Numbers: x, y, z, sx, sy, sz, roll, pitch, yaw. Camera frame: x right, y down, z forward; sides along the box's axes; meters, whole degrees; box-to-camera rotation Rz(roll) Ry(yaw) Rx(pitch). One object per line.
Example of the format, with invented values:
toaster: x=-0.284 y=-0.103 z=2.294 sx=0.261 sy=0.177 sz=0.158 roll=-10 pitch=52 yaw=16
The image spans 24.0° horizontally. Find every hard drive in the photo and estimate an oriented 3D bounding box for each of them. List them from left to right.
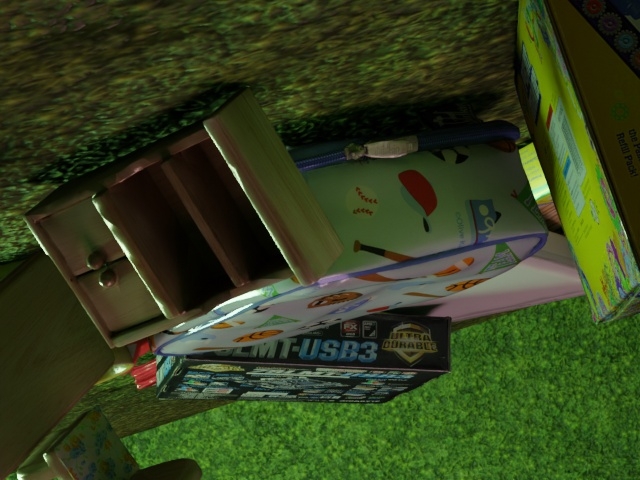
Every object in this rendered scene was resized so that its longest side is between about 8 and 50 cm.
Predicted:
hard drive: x=0.154 y=0.036 z=1.595 sx=0.233 sy=0.047 sz=0.353 roll=-14 pitch=167 yaw=28

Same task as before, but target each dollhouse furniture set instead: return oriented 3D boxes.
dollhouse furniture set: x=-0.121 y=0.039 z=0.784 sx=0.161 sy=0.212 sz=0.242 roll=-21 pitch=-163 yaw=35

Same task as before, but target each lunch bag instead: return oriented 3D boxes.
lunch bag: x=0.000 y=0.000 z=1.078 sx=0.243 sy=0.115 sz=0.303 roll=-9 pitch=169 yaw=-31

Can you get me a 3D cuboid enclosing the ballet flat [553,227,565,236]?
ballet flat: x=0.344 y=-0.056 z=1.566 sx=0.250 sy=0.058 sz=0.084 roll=-22 pitch=169 yaw=31

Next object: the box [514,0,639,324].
box: x=0.265 y=-0.086 z=0.820 sx=0.279 sy=0.177 sz=0.290 roll=-18 pitch=171 yaw=3

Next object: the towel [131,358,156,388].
towel: x=-0.097 y=0.133 z=2.006 sx=0.275 sy=0.031 sz=0.199 roll=-11 pitch=167 yaw=-47

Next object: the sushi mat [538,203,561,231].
sushi mat: x=0.178 y=-0.010 z=1.580 sx=0.151 sy=0.019 sz=0.316 roll=1 pitch=166 yaw=-17

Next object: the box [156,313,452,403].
box: x=-0.029 y=0.135 z=1.728 sx=0.296 sy=0.073 sz=0.293 roll=2 pitch=165 yaw=-11

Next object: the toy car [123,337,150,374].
toy car: x=-0.305 y=0.141 z=1.559 sx=0.225 sy=0.053 sz=0.239 roll=-22 pitch=170 yaw=29

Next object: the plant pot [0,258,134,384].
plant pot: x=-0.215 y=0.067 z=1.121 sx=0.134 sy=0.095 sz=0.134 roll=-16 pitch=171 yaw=-3

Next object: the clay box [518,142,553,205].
clay box: x=0.266 y=-0.089 z=1.222 sx=0.127 sy=0.053 sz=0.222 roll=-12 pitch=171 yaw=-34
